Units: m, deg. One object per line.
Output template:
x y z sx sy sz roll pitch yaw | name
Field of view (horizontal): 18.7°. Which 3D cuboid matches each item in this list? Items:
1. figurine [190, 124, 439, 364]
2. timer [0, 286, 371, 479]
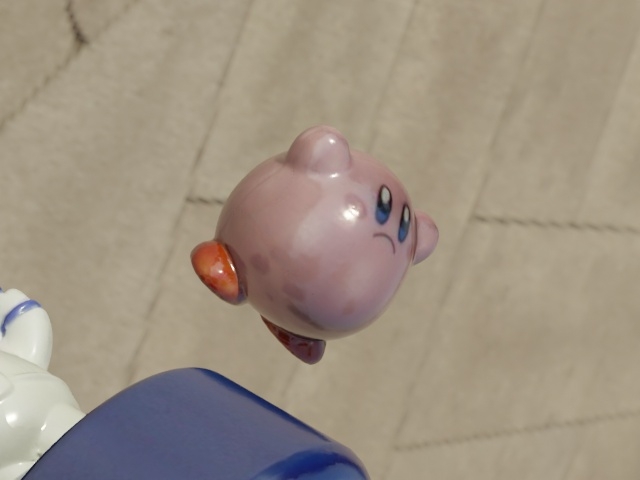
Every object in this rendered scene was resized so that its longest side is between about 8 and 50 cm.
0.000 0.000 1.623 0.173 0.173 0.173 -37 139 -41 | figurine
-0.185 0.141 1.260 0.270 0.383 0.270 -40 153 -25 | timer
